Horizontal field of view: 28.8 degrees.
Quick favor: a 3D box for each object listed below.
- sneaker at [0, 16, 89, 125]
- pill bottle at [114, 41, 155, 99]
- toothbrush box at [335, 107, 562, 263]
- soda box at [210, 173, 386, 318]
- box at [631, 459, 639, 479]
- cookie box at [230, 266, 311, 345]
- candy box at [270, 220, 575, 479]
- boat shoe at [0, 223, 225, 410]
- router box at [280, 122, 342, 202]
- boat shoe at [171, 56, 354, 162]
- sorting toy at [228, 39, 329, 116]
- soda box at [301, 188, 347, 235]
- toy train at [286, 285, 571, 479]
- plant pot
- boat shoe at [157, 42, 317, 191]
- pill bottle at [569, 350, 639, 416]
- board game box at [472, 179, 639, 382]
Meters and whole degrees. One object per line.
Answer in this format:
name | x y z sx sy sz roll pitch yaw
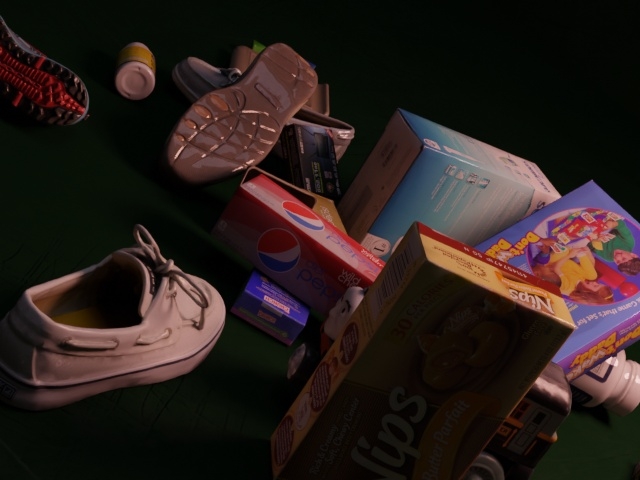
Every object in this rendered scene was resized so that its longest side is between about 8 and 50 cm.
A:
sneaker | -0.438 -0.239 1.734 0.262 0.104 0.125 39 -5 -2
pill bottle | -0.297 -0.276 2.000 0.065 0.065 0.116 24 25 -19
toothbrush box | 0.204 -0.052 1.989 0.296 0.216 0.126 18 27 -29
soda box | -0.008 0.025 1.634 0.263 0.083 0.092 35 20 6
box | 0.511 0.387 1.718 0.184 0.045 0.191 38 23 8
cookie box | -0.060 0.079 1.617 0.092 0.040 0.107 31 22 -4
candy box | 0.100 0.154 1.315 0.183 0.316 0.087 25 25 -17
boat shoe | -0.201 0.059 1.332 0.136 0.156 0.367 42 25 21
router box | -0.015 -0.123 2.002 0.092 0.038 0.122 3 73 -48
boat shoe | -0.098 -0.225 2.098 0.320 0.103 0.118 32 23 -1
sorting toy | -0.081 -0.283 2.315 0.196 0.047 0.347 23 24 -11
soda box | 0.000 0.000 1.825 0.058 0.061 0.181 20 26 -26
toy train | 0.132 0.176 1.474 0.334 0.190 0.142 27 23 -12
plant pot | -0.081 -0.047 1.775 0.109 0.109 0.096 26 12 -14
boat shoe | -0.131 -0.168 1.904 0.132 0.130 0.355 47 47 -1
pill bottle | 0.395 0.186 1.884 0.187 0.112 0.112 30 23 -6
board game box | 0.335 0.080 1.810 0.347 0.078 0.233 -28 54 -18
